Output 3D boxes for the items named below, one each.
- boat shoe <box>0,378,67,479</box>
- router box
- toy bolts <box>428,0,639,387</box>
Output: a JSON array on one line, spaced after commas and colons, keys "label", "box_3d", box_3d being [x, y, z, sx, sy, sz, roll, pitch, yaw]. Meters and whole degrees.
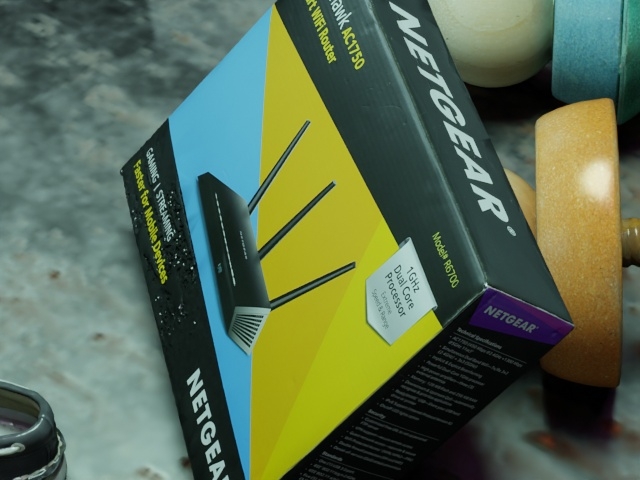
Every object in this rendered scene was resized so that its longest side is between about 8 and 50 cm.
[{"label": "boat shoe", "box_3d": [-0.148, 0.061, 0.619, 0.125, 0.038, 0.046, 11, 46, 9]}, {"label": "router box", "box_3d": [0.000, 0.000, 0.623, 0.046, 0.133, 0.179, 25, 32, -37]}, {"label": "toy bolts", "box_3d": [0.108, -0.080, 0.672, 0.158, 0.218, 0.228, 1, 27, 8]}]
